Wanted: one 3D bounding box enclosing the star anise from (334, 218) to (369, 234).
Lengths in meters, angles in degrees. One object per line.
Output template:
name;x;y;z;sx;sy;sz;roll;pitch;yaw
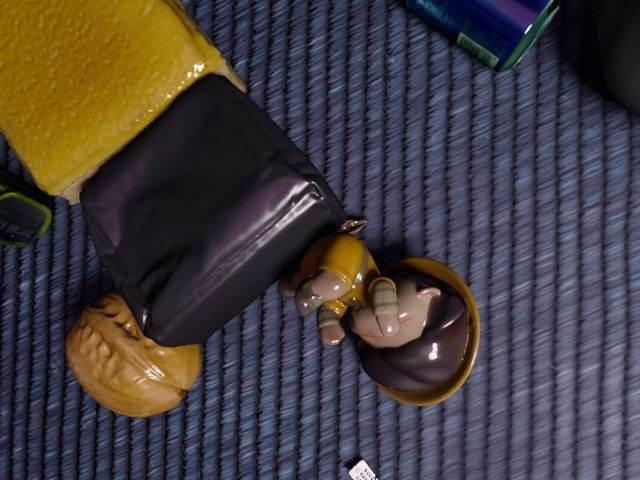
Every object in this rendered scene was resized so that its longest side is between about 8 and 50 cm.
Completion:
star anise;0.000;0.011;0.636;0.124;0.056;0.129;16;76;11

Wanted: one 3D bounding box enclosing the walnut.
walnut;-0.273;0.162;0.629;0.207;0.159;0.159;36;94;14

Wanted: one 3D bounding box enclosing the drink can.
drink can;0.209;-0.331;0.584;0.205;0.118;0.118;39;94;6

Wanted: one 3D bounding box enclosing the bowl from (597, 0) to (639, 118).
bowl;0.444;-0.275;0.514;0.289;0.146;0.289;-10;120;-18

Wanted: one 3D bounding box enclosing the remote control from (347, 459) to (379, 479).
remote control;0.080;0.372;0.641;0.034;0.016;0.091;-38;84;-10

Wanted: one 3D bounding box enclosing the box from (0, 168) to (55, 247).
box;-0.614;-0.114;0.692;0.345;0.134;0.097;30;89;7

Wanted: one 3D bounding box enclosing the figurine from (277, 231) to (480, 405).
figurine;0.088;0.087;0.547;0.257;0.192;0.167;43;60;-23

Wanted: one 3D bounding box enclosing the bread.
bread;-0.335;-0.267;0.650;0.333;0.143;0.323;-34;86;6

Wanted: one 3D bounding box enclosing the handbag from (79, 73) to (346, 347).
handbag;-0.152;-0.042;0.604;0.302;0.178;0.275;-41;66;7
